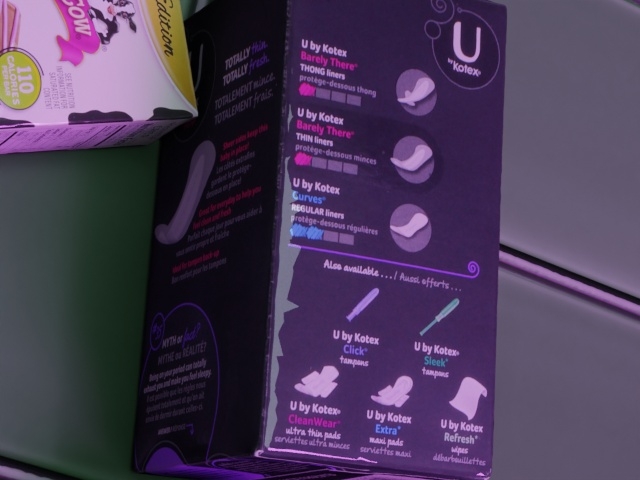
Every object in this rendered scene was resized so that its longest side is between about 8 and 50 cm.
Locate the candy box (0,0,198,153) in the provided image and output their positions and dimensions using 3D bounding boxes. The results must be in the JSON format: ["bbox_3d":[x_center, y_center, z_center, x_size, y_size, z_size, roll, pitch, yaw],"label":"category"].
[{"bbox_3d":[-0.193,-0.128,0.953,0.233,0.071,0.159,-6,83,-31],"label":"candy box"}]

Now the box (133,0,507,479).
[{"bbox_3d":[0.000,0.000,0.983,0.143,0.165,0.270,10,76,-27],"label":"box"}]
